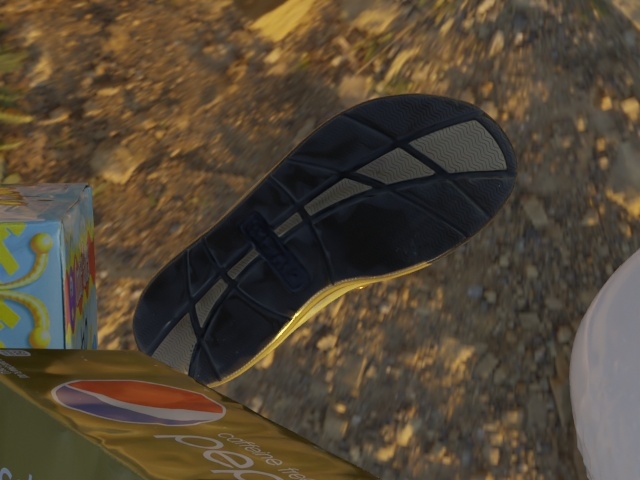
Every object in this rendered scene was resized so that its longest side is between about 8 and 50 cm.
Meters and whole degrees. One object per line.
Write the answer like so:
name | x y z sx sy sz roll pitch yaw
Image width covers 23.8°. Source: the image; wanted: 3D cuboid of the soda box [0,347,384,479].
soda box | -0.033 0.074 0.369 0.061 0.181 0.058 3 99 -34

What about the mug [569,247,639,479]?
mug | 0.347 0.110 0.897 0.374 0.276 0.328 -39 51 0

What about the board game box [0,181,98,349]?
board game box | -0.219 0.058 0.526 0.275 0.144 0.142 -2 97 -5

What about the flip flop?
flip flop | 0.000 0.000 0.982 0.277 0.080 0.112 -37 87 16
